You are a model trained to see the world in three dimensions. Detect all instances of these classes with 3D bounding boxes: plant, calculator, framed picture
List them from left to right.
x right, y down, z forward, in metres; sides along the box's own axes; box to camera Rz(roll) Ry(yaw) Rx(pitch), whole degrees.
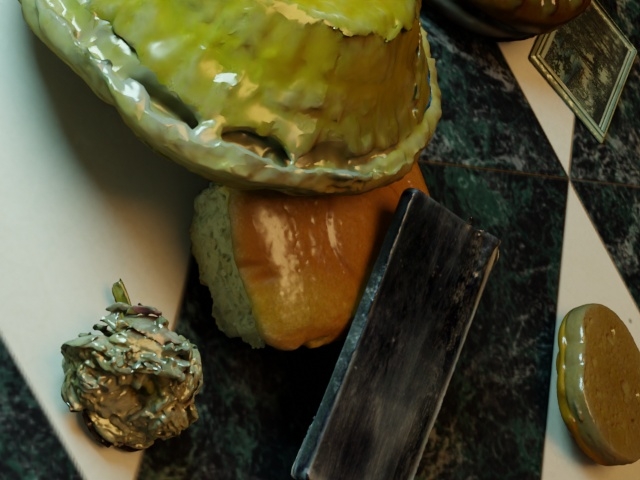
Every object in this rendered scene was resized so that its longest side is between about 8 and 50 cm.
[{"bbox_3d":[-0.144,0.090,1.060,0.122,0.104,0.116,-111,-172,-50],"label":"plant"},{"bbox_3d":[0.070,0.094,1.179,0.161,0.021,0.261,32,78,-50],"label":"calculator"},{"bbox_3d":[0.316,-0.221,1.668,0.142,0.011,0.183,46,46,-20],"label":"framed picture"}]

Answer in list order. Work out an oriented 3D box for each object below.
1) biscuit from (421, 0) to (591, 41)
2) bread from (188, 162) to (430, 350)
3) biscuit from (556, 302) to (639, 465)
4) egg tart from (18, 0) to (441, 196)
[{"bbox_3d":[0.165,-0.348,1.505,0.366,0.115,0.268,33,52,-28],"label":"biscuit"},{"bbox_3d":[0.000,0.000,1.188,0.245,0.121,0.174,-11,79,-50],"label":"bread"},{"bbox_3d":[0.290,0.155,1.457,0.170,0.050,0.170,27,54,-44],"label":"biscuit"},{"bbox_3d":[-0.053,-0.200,1.125,0.388,0.169,0.388,20,41,-19],"label":"egg tart"}]
